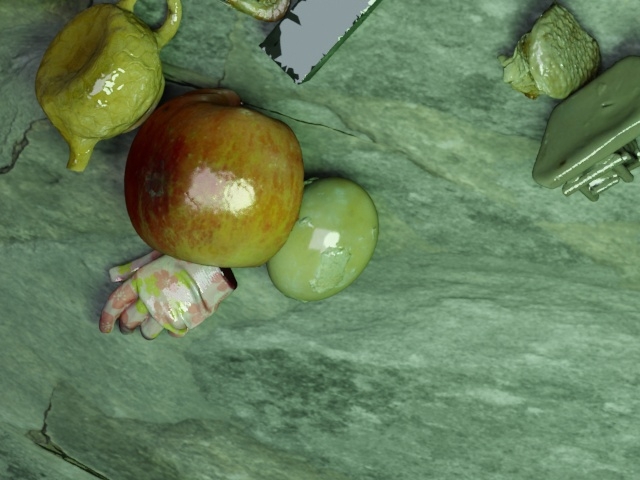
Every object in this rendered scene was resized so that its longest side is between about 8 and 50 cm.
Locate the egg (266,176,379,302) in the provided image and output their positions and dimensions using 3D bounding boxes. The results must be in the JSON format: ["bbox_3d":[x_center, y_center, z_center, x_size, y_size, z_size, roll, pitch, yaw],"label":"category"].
[{"bbox_3d":[-0.001,-0.002,1.604,0.164,0.164,0.201,33,110,2],"label":"egg"}]

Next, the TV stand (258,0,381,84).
[{"bbox_3d":[0.035,-0.350,1.552,0.088,0.083,0.269,43,109,-2],"label":"TV stand"}]

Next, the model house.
[{"bbox_3d":[0.407,-0.143,1.484,0.229,0.188,0.122,-37,56,20],"label":"model house"}]

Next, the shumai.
[{"bbox_3d":[0.308,-0.255,1.510,0.116,0.145,0.146,-6,105,51],"label":"shumai"}]

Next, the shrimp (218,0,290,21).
[{"bbox_3d":[-0.098,-0.372,1.605,0.114,0.023,0.083,16,103,2],"label":"shrimp"}]

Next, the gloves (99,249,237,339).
[{"bbox_3d":[-0.254,0.088,1.701,0.241,0.126,0.145,-31,101,9],"label":"gloves"}]

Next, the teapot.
[{"bbox_3d":[-0.300,-0.244,1.615,0.203,0.167,0.311,26,82,47],"label":"teapot"}]

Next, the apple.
[{"bbox_3d":[-0.179,-0.095,1.552,0.293,0.163,0.251,21,101,37],"label":"apple"}]
